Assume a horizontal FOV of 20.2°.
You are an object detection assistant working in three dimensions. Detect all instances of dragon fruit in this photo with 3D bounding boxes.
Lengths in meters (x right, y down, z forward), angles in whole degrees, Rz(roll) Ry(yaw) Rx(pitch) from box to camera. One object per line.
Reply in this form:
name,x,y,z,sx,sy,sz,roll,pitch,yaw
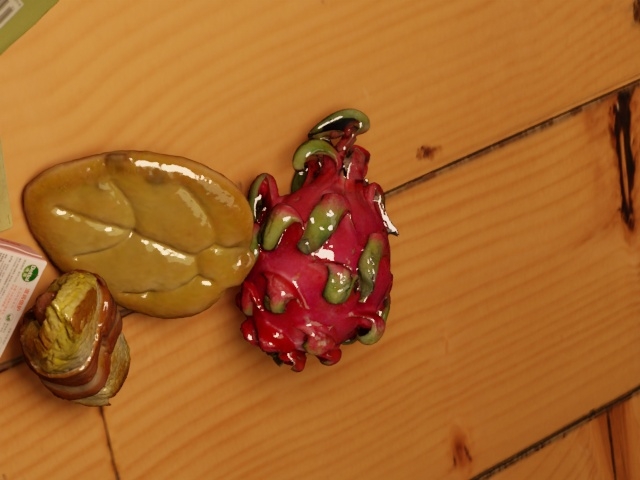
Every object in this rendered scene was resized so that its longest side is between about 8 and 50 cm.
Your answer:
dragon fruit,-0.008,0.006,2.040,0.198,0.272,0.218,-22,143,26

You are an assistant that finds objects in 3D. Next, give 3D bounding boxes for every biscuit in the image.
biscuit,-0.194,-0.008,1.919,0.260,0.041,0.203,21,123,-19

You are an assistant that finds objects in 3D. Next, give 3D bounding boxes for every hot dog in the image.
hot dog,-0.267,0.101,1.904,0.261,0.093,0.123,83,25,-64

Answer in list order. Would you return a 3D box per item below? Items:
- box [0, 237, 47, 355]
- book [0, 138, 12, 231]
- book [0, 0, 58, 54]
box,-0.353,0.057,1.870,0.089,0.043,0.125,21,100,-46
book,-0.397,-0.076,1.809,0.168,0.013,0.192,-19,120,-30
book,-0.267,-0.372,1.765,0.352,0.035,0.239,-47,132,-12
